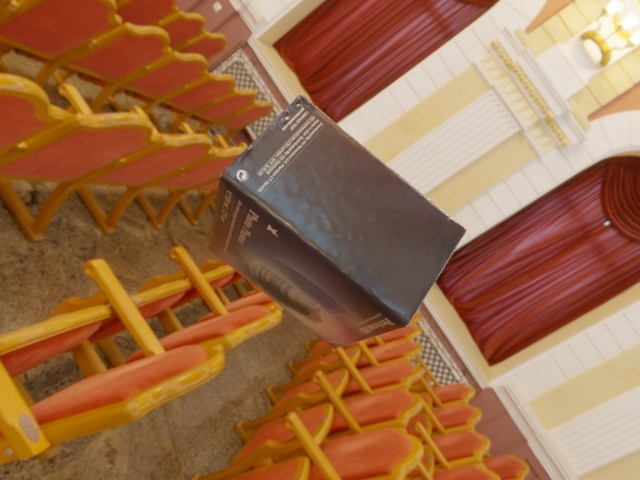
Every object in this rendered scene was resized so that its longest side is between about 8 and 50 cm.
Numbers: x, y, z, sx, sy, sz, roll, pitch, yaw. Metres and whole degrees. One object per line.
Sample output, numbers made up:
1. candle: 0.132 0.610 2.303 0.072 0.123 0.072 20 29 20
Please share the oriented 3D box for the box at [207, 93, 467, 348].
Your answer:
1. box: 0.000 0.000 0.690 0.294 0.183 0.296 38 -24 -1
